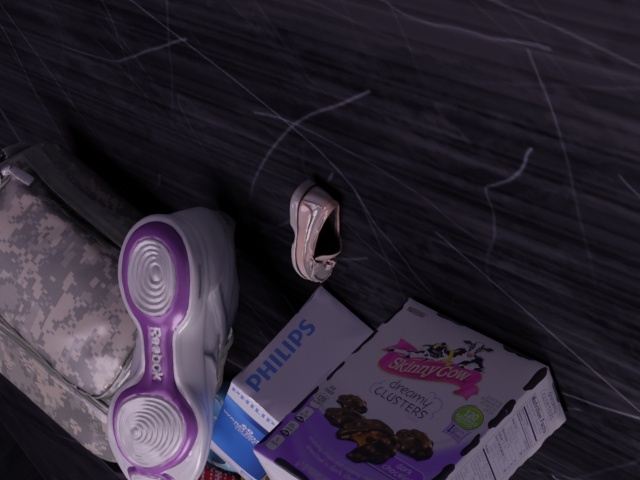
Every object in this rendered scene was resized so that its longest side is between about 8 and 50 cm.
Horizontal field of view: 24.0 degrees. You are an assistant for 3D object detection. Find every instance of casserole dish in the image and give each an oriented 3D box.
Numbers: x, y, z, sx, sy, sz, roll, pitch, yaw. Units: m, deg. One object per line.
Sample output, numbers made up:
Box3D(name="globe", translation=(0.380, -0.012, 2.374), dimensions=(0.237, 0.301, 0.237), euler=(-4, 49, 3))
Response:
Box3D(name="casserole dish", translation=(-0.121, 0.233, 1.877), dimensions=(0.188, 0.037, 0.114), euler=(173, 91, -72))

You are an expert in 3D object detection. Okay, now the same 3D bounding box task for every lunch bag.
Box3D(name="lunch bag", translation=(-0.252, 0.056, 1.690), dimensions=(0.305, 0.212, 0.256), euler=(39, 140, 19))

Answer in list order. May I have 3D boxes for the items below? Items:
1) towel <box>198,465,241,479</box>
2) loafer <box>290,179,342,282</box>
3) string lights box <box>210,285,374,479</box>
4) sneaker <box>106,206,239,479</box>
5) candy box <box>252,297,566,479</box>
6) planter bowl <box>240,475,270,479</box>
Box3D(name="towel", translation=(-0.112, 0.393, 1.897), dimensions=(0.031, 0.199, 0.275), euler=(-14, 154, 33))
Box3D(name="loafer", translation=(0.000, 0.000, 1.310), dimensions=(0.039, 0.045, 0.125), euler=(29, 150, 25))
Box3D(name="string lights box", translation=(-0.035, 0.153, 1.516), dimensions=(0.077, 0.133, 0.259), euler=(41, 159, 7))
Box3D(name="sneaker", translation=(-0.127, 0.112, 1.488), dimensions=(0.114, 0.152, 0.305), euler=(16, 110, 23))
Box3D(name="candy box", translation=(0.073, 0.157, 1.229), dimensions=(0.165, 0.196, 0.070), euler=(25, 149, 44))
Box3D(name="planter bowl", translation=(-0.030, 0.321, 1.813), dimensions=(0.217, 0.090, 0.217), euler=(-179, 90, -73))
